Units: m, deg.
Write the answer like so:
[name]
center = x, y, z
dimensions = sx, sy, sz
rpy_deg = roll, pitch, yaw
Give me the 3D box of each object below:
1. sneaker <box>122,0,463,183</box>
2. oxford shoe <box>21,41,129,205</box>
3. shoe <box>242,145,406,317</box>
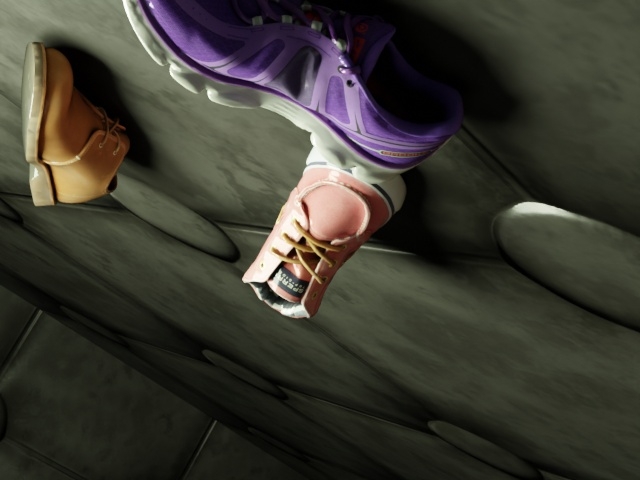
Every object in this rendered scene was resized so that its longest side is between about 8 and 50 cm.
[sneaker]
center = -0.006, -0.090, 0.516
dimensions = 0.170, 0.068, 0.071
rpy_deg = 26, 152, -24
[oxford shoe]
center = -0.176, -0.083, 0.833
dimensions = 0.076, 0.076, 0.212
rpy_deg = 0, 164, -7
[shoe]
center = 0.000, 0.000, 0.723
dimensions = 0.064, 0.081, 0.178
rpy_deg = 29, 165, -2
